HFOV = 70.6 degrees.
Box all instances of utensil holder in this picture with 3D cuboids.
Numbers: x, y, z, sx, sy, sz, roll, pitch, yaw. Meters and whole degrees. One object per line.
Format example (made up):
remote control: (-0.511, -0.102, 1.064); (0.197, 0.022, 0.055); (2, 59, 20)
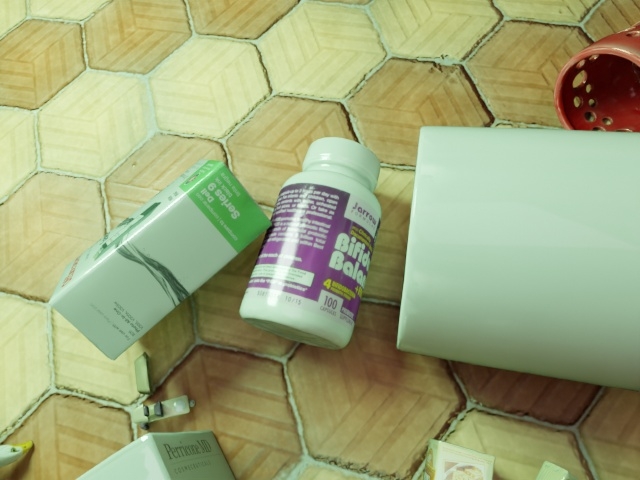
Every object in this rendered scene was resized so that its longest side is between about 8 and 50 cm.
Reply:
utensil holder: (0.305, 0.015, 0.578); (0.385, 0.327, 0.328); (7, 69, 10)

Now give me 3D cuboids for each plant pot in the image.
plant pot: (0.520, -0.254, 0.736); (0.174, 0.191, 0.191); (-30, 68, -14)

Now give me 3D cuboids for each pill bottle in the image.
pill bottle: (0.000, 0.000, 0.700); (0.169, 0.169, 0.302); (13, 71, 11)

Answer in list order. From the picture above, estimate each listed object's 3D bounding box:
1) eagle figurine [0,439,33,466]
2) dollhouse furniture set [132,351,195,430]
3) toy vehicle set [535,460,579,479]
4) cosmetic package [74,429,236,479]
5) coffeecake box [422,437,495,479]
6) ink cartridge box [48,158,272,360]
eagle figurine: (-0.504, 0.343, 0.615); (0.225, 0.226, 0.298); (-25, 61, -25)
dollhouse furniture set: (-0.243, 0.219, 0.696); (0.081, 0.091, 0.114); (-11, 64, -14)
toy vehicle set: (0.322, 0.400, 0.514); (0.267, 0.035, 0.166); (38, 75, -9)
cosmetic package: (-0.122, 0.460, 0.500); (0.161, 0.230, 0.453); (-32, 69, -7)
coffeecake box: (0.156, 0.351, 0.557); (0.068, 0.142, 0.185); (11, 70, 12)
ink cartridge box: (-0.241, 0.011, 0.692); (0.289, 0.211, 0.121); (-42, 113, -11)
